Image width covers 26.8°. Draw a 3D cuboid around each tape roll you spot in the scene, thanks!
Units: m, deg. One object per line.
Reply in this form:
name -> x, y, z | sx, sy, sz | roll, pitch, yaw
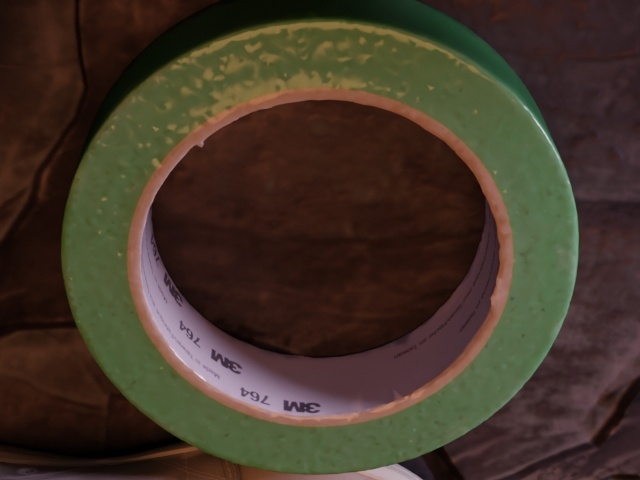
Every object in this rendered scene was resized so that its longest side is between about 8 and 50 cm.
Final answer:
tape roll -> 0.000, 0.000, 0.858 | 0.321, 0.077, 0.321 | 0, 117, 0

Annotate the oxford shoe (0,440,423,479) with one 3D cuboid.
oxford shoe -> -0.132, 0.225, 0.944 | 0.449, 0.130, 0.169 | 2, 116, -4
